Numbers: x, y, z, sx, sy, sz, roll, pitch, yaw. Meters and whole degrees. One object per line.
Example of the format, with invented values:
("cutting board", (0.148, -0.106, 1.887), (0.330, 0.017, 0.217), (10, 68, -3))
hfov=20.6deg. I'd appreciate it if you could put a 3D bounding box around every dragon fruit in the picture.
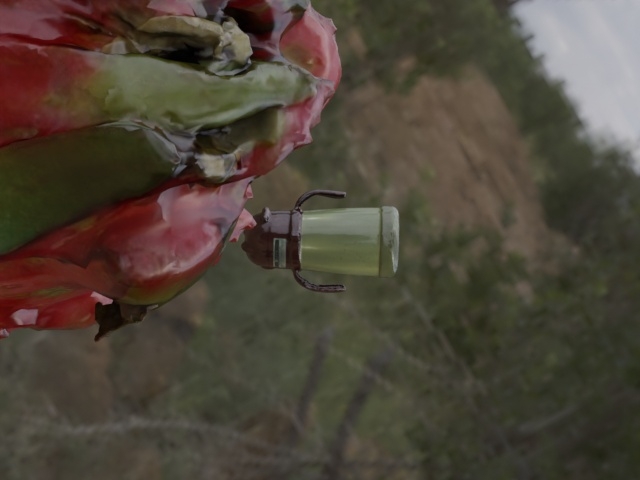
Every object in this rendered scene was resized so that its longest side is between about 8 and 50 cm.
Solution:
("dragon fruit", (-0.120, -0.070, 0.732), (0.237, 0.302, 0.231), (27, 69, -41))

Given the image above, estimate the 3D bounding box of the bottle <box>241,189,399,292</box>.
("bottle", (0.000, -0.001, 1.132), (0.047, 0.101, 0.063), (87, 5, -55))
